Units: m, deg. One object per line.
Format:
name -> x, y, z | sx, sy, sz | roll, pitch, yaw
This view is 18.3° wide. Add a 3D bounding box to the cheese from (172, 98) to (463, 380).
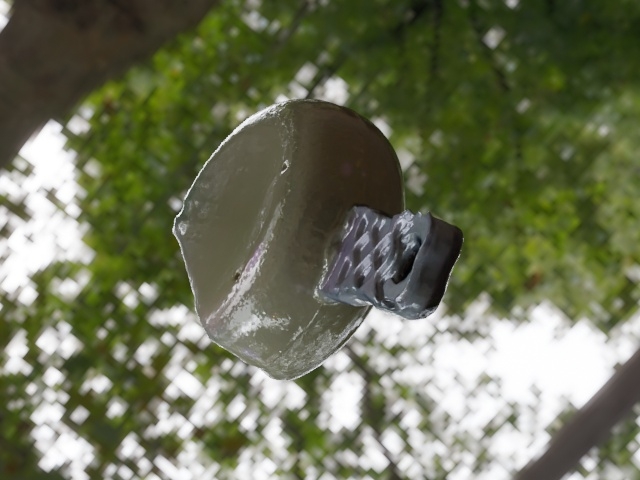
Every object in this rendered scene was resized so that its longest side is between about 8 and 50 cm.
cheese -> -0.003, 0.006, 0.661 | 0.048, 0.092, 0.171 | 23, -166, -23
